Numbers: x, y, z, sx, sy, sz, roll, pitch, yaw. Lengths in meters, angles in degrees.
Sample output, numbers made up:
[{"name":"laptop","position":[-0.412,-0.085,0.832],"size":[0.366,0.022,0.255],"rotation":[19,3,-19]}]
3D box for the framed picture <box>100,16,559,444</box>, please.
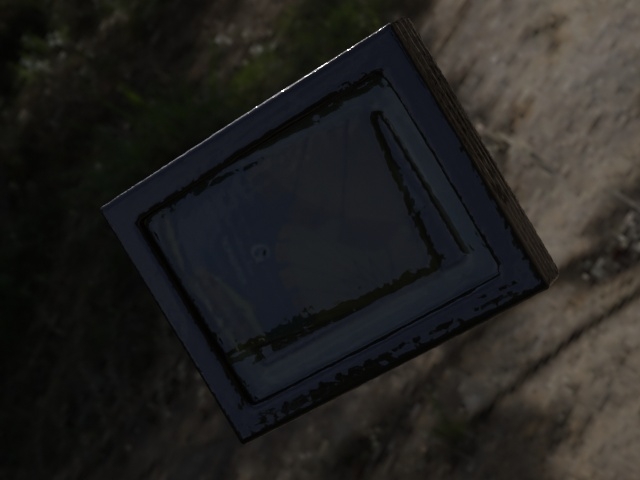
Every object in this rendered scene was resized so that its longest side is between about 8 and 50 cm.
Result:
[{"name":"framed picture","position":[0.000,0.000,0.697],"size":[0.168,0.128,0.023],"rotation":[-30,2,27]}]
